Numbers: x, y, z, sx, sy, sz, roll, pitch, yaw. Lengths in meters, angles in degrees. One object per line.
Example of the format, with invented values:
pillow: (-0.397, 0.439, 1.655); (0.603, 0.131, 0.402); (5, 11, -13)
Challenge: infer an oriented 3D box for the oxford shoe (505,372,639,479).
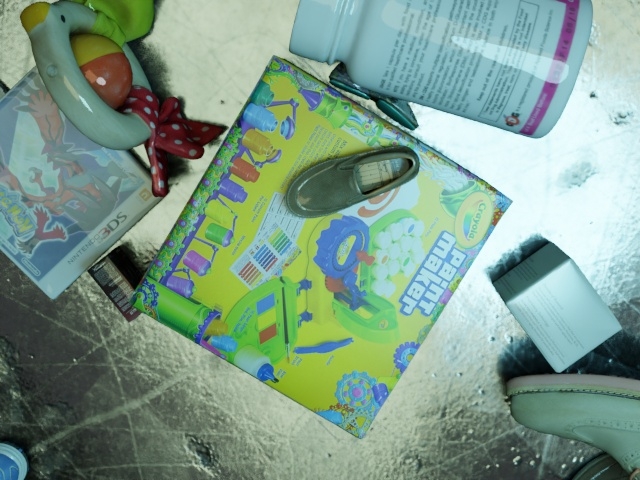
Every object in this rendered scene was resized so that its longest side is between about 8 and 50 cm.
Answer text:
oxford shoe: (0.379, 0.237, 1.154); (0.397, 0.140, 0.146); (12, 78, 24)

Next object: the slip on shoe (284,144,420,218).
slip on shoe: (0.030, -0.056, 1.041); (0.135, 0.041, 0.051); (-15, 98, 2)

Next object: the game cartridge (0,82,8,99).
game cartridge: (-0.392, -0.172, 1.222); (0.056, 0.017, 0.083); (-42, 96, 3)

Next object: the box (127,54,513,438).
box: (0.000, 0.000, 1.159); (0.279, 0.177, 0.290); (31, 98, -4)

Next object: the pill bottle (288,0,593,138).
pill bottle: (0.120, -0.218, 1.130); (0.283, 0.160, 0.160); (16, 99, -2)

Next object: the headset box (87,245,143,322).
headset box: (-0.219, 0.052, 1.229); (0.032, 0.062, 0.083); (-38, 95, 7)

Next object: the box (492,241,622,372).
box: (0.258, 0.071, 1.203); (0.087, 0.101, 0.102); (-37, 98, 6)

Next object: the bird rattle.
bird rattle: (-0.224, -0.160, 1.136); (0.143, 0.207, 0.253); (-18, 89, 23)

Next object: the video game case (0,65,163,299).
video game case: (-0.306, -0.064, 1.225); (0.183, 0.023, 0.201); (-42, 100, 7)

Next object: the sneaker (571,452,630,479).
sneaker: (0.372, 0.272, 1.248); (0.188, 0.071, 0.066); (-25, 98, 4)

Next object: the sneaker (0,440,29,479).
sneaker: (-0.419, 0.330, 1.268); (0.080, 0.081, 0.211); (29, 100, -5)

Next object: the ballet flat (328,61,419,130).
ballet flat: (0.065, -0.164, 1.203); (0.114, 0.041, 0.041); (30, 98, -5)
